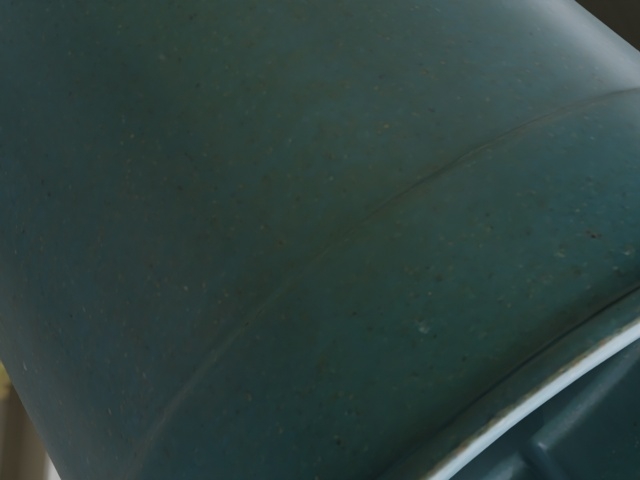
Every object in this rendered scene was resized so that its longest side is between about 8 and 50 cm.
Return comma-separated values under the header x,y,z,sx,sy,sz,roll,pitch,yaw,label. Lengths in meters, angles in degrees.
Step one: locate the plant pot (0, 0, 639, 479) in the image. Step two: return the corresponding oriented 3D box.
x,y,z,sx,sy,sz,roll,pitch,yaw,label
0.000,0.000,0.656,0.334,0.341,0.341,50,-44,27,plant pot
